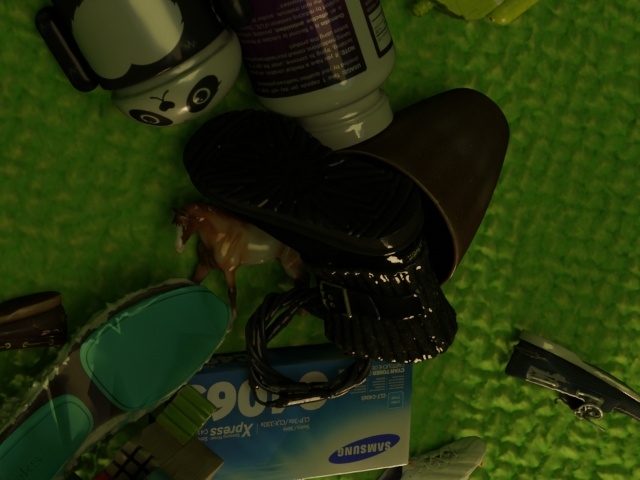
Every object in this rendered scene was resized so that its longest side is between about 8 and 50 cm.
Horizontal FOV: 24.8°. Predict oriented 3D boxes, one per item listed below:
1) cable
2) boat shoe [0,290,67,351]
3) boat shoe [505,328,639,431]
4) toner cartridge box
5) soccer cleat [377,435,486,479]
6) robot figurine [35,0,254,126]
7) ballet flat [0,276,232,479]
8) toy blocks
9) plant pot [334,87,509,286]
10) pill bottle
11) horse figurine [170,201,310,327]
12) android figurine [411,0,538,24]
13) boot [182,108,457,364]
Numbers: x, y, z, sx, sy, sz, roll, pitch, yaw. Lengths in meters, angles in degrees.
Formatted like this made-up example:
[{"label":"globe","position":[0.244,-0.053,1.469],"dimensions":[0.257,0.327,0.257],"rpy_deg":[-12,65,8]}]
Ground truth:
[{"label":"cable","position":[-0.010,0.132,1.853],"dimensions":[0.184,0.047,0.151],"rpy_deg":[-9,92,-20]},{"label":"boat shoe","position":[-0.400,0.117,1.726],"dimensions":[0.207,0.073,0.073],"rpy_deg":[-11,106,-21]},{"label":"boat shoe","position":[0.376,0.214,2.094],"dimensions":[0.254,0.095,0.079],"rpy_deg":[29,89,-26]},{"label":"toner cartridge box","position":[-0.050,0.229,1.914],"dimensions":[0.347,0.075,0.165],"rpy_deg":[-5,105,-23]},{"label":"soccer cleat","position":[0.146,0.325,2.036],"dimensions":[0.196,0.068,0.076],"rpy_deg":[-33,111,-11]},{"label":"robot figurine","position":[-0.205,-0.263,1.656],"dimensions":[0.173,0.209,0.278],"rpy_deg":[-39,113,-24]},{"label":"ballet flat","position":[-0.293,0.175,1.729],"dimensions":[0.409,0.147,0.147],"rpy_deg":[-39,116,-21]},{"label":"toy blocks","position":[-0.268,0.366,1.704],"dimensions":[0.190,0.261,0.381],"rpy_deg":[40,102,6]},{"label":"plant pot","position":[0.140,-0.088,1.852],"dimensions":[0.230,0.215,0.215],"rpy_deg":[-46,120,-35]},{"label":"pill bottle","position":[-0.020,-0.275,1.738],"dimensions":[0.181,0.181,0.323],"rpy_deg":[-26,113,-16]},{"label":"horse figurine","position":[-0.076,0.027,1.857],"dimensions":[0.263,0.066,0.175],"rpy_deg":[-3,109,-23]},{"label":"android figurine","position":[0.210,-0.396,1.882],"dimensions":[0.273,0.056,0.248],"rpy_deg":[-40,116,-11]},{"label":"boot","position":[-0.002,0.003,1.758],"dimensions":[0.131,0.348,0.260],"rpy_deg":[-48,146,-21]}]
